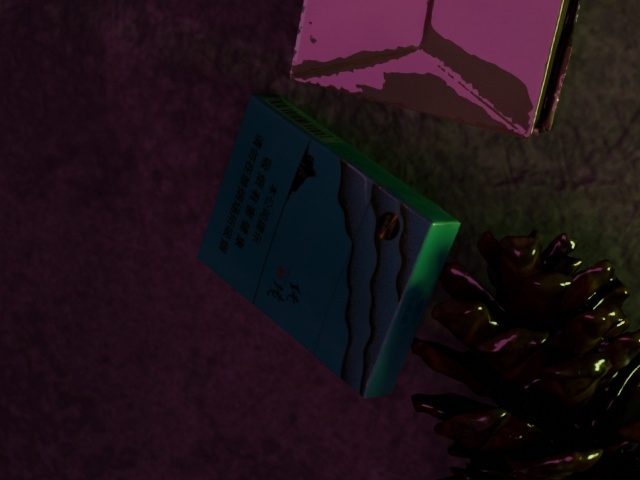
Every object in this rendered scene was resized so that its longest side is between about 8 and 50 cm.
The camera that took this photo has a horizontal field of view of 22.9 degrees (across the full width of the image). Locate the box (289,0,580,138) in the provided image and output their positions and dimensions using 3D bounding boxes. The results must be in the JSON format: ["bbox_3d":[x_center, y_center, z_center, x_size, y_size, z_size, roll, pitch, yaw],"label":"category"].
[{"bbox_3d":[0.097,-0.203,1.228,0.215,0.086,0.215,15,112,9],"label":"box"}]

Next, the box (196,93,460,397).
[{"bbox_3d":[0.000,0.000,1.285,0.226,0.042,0.160,38,119,37],"label":"box"}]

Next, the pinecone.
[{"bbox_3d":[0.175,0.141,1.244,0.244,0.244,0.309,-18,89,20],"label":"pinecone"}]
